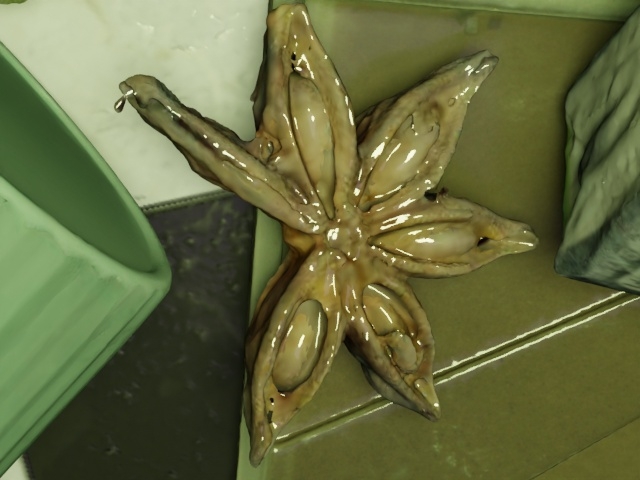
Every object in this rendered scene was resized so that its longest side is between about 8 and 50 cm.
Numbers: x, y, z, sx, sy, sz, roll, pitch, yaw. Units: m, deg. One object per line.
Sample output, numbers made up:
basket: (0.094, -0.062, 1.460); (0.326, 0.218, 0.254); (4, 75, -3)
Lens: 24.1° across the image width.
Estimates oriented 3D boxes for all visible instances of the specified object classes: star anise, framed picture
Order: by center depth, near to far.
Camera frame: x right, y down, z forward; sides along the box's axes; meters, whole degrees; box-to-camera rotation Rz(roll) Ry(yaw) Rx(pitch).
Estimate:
star anise: (0.014, -0.009, 0.681); (0.172, 0.063, 0.208); (-23, 105, -15)
framed picture: (0.183, 0.036, 0.759); (0.446, 0.028, 0.326); (4, 107, -6)

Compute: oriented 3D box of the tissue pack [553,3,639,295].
tissue pack: (0.324, -0.029, 0.587); (0.394, 0.288, 0.124); (13, 67, -8)

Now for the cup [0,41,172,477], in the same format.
cup: (-0.308, 0.037, 0.556); (0.392, 0.310, 0.401); (-43, 138, 4)

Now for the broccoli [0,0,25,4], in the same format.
broccoli: (0.015, -0.218, 0.612); (0.254, 0.186, 0.302); (20, 145, -10)
